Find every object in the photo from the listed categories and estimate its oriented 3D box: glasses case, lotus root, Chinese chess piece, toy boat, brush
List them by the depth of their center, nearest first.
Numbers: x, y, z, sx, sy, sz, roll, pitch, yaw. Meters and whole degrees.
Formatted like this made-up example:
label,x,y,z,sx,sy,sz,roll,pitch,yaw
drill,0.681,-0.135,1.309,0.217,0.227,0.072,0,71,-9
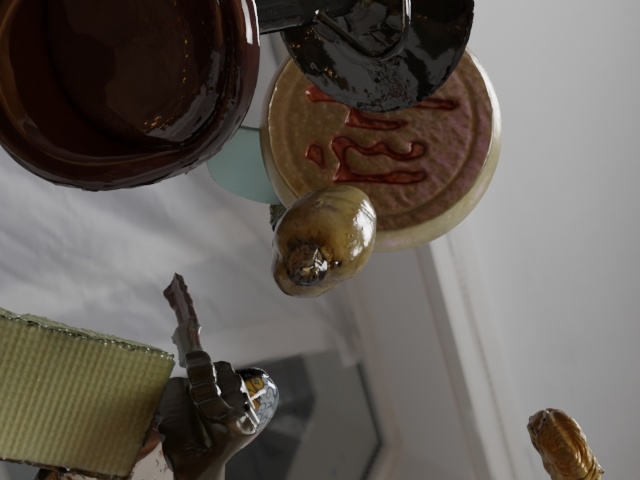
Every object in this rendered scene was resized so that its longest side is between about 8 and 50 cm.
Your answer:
label,x,y,z,sx,sy,sz,roll,pitch,yaw
lotus root,0.000,0.000,0.944,0.072,0.063,0.152,-23,-168,16
brush,-0.110,0.112,1.240,0.084,0.071,0.301,-52,-154,14
Chinese chess piece,0.066,-0.120,1.561,0.270,0.270,0.112,-15,170,1
glasses case,-0.188,0.238,1.633,0.321,0.082,0.122,-21,150,-33
toy boat,-0.027,-0.110,1.666,0.210,0.070,0.291,-39,147,9

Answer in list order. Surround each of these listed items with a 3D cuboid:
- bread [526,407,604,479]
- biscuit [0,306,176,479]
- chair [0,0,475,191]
label,x,y,z,sx,sy,sz,roll,pitch,yaw
bread,0.229,0.199,1.335,0.044,0.083,0.111,-30,178,-1
biscuit,-0.224,0.121,1.115,0.199,0.121,0.040,18,-175,-31
chair,-0.067,-0.178,1.141,0.226,0.227,0.401,-5,-168,38
